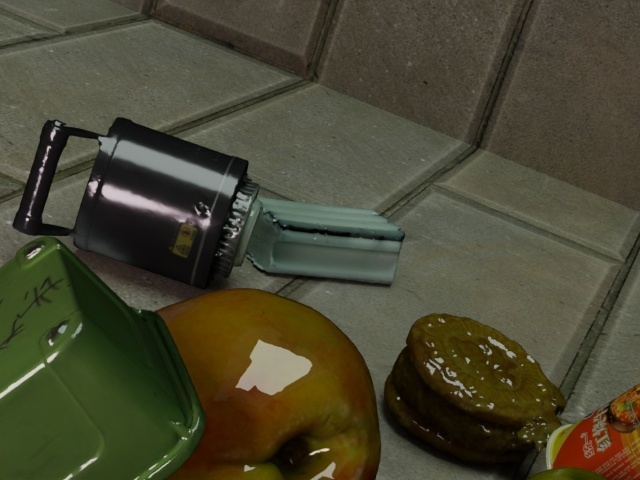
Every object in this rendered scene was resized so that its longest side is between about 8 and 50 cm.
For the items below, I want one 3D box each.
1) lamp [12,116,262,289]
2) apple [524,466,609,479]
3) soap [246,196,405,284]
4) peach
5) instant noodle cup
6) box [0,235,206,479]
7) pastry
[{"bbox_3d":[-0.225,-0.051,2.073,0.272,0.205,0.374,21,8,18],"label":"lamp"},{"bbox_3d":[0.279,0.340,1.562,0.196,0.157,0.196,23,13,-6],"label":"apple"},{"bbox_3d":[0.000,0.000,2.329,0.261,0.094,0.150,5,18,-30],"label":"soap"},{"bbox_3d":[-0.093,0.186,1.462,0.308,0.307,0.332,5,13,-33],"label":"peach"},{"bbox_3d":[0.410,0.270,1.734,0.213,0.174,0.213,26,38,-23],"label":"instant noodle cup"},{"bbox_3d":[-0.290,0.164,1.249,0.178,0.329,0.253,52,1,-33],"label":"box"},{"bbox_3d":[0.205,0.209,1.913,0.235,0.132,0.240,28,27,1],"label":"pastry"}]
